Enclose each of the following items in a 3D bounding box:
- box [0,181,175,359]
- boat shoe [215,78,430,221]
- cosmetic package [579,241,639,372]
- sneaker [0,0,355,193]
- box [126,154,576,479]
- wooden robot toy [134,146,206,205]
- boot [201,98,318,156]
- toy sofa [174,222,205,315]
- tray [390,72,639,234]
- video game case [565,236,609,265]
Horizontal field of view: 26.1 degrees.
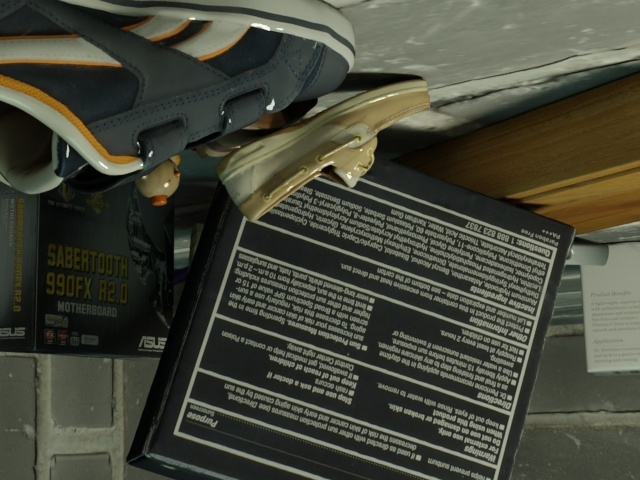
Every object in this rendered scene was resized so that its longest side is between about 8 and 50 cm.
[{"bbox_3d":[-0.222,0.021,1.327,0.056,0.183,0.231,-3,172,26],"label":"box"},{"bbox_3d":[0.009,-0.065,1.014,0.170,0.059,0.063,-25,176,-5],"label":"boat shoe"},{"bbox_3d":[0.459,0.101,1.991,0.151,0.183,0.151,-3,171,16],"label":"cosmetic package"},{"bbox_3d":[-0.115,-0.086,0.790,0.321,0.127,0.126,3,170,-37],"label":"sneaker"},{"bbox_3d":[0.021,0.093,1.178,0.296,0.294,0.183,20,164,-8],"label":"box"},{"bbox_3d":[-0.123,-0.068,1.073,0.076,0.079,0.173,-4,172,22],"label":"wooden robot toy"},{"bbox_3d":[-0.060,-0.087,1.035,0.087,0.042,0.118,-26,167,41],"label":"boot"},{"bbox_3d":[-0.120,0.042,1.561,0.150,0.177,0.362,7,170,-19],"label":"toy sofa"},{"bbox_3d":[0.243,-0.062,1.200,0.203,0.076,0.411,3,172,-27],"label":"tray"},{"bbox_3d":[0.160,-0.007,1.495,0.206,0.026,0.227,2,-170,-32],"label":"video game case"}]
